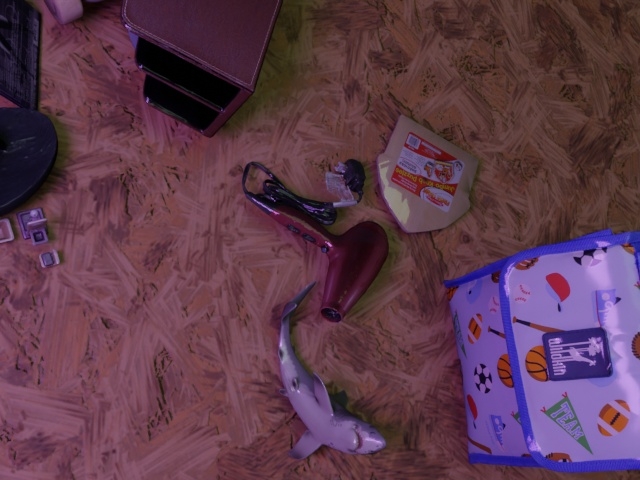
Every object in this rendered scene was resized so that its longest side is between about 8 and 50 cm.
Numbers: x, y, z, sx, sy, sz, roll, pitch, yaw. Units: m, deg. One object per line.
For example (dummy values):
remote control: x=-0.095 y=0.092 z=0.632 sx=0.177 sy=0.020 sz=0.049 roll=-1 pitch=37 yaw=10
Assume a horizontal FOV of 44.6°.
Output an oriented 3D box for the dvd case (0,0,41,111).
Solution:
dvd case: x=-0.455 y=-0.290 z=1.076 sx=0.018 sy=0.221 sz=0.164 roll=-5 pitch=77 yaw=11

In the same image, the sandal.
sandal: x=-0.558 y=-0.081 z=1.014 sx=0.446 sy=0.107 sz=0.167 roll=-22 pitch=71 yaw=-24

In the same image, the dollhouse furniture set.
dollhouse furniture set: x=-0.428 y=0.000 z=1.077 sx=0.114 sy=0.081 sz=0.091 roll=-16 pitch=84 yaw=-24

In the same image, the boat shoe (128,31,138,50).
boat shoe: x=-0.235 y=-0.301 z=1.242 sx=0.083 sy=0.065 sz=0.183 roll=-28 pitch=88 yaw=-37

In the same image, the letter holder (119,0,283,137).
letter holder: x=-0.186 y=-0.348 z=1.159 sx=0.214 sy=0.152 sz=0.302 roll=26 pitch=59 yaw=-22

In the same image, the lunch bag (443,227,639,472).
lunch bag: x=0.369 y=0.176 z=1.188 sx=0.239 sy=0.385 sz=0.328 roll=-3 pitch=79 yaw=-23

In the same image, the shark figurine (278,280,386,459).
shark figurine: x=-0.002 y=0.218 z=1.206 sx=0.116 sy=0.166 sz=0.278 roll=-6 pitch=60 yaw=-48

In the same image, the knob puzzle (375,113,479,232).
knob puzzle: x=0.176 y=-0.097 z=1.370 sx=0.213 sy=0.030 sz=0.213 roll=5 pitch=76 yaw=-21

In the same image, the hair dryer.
hair dryer: x=0.000 y=0.000 z=1.242 sx=0.223 sy=0.080 sz=0.293 roll=-6 pitch=58 yaw=-21

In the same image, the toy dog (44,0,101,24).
toy dog: x=-0.386 y=-0.475 z=1.139 sx=0.333 sy=0.161 sz=0.220 roll=37 pitch=65 yaw=1
